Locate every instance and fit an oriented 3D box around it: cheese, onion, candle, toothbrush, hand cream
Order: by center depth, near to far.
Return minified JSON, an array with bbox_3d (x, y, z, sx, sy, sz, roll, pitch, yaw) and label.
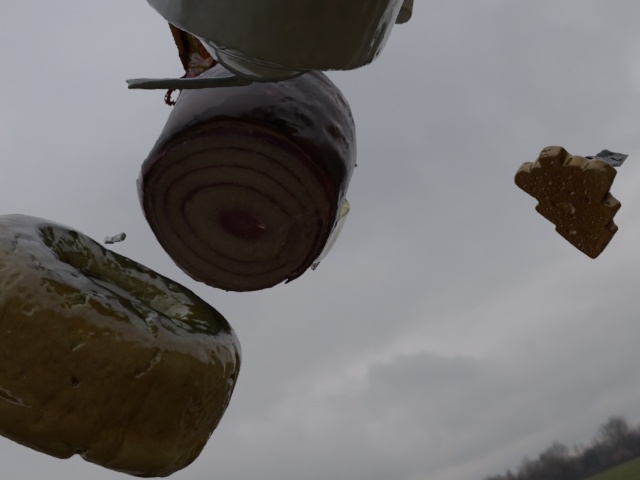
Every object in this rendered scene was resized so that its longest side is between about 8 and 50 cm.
[{"bbox_3d":[-0.018,-0.259,0.506,0.221,0.221,0.343,-6,-44,-30],"label":"candle"},{"bbox_3d":[-0.099,-0.111,0.940,0.281,0.260,0.337,16,-47,-7],"label":"onion"},{"bbox_3d":[0.000,0.000,1.181,0.127,0.050,0.255,-57,-7,-16],"label":"cheese"},{"bbox_3d":[0.537,-0.151,1.281,0.062,0.039,0.163,6,15,39],"label":"hand cream"},{"bbox_3d":[-0.516,-0.003,1.681,0.026,0.024,0.288,12,-8,-24],"label":"toothbrush"}]

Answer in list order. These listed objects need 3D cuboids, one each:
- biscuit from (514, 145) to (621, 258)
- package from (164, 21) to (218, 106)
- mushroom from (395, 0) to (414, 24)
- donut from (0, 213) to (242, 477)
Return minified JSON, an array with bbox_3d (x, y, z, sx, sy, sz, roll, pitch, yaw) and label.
[{"bbox_3d":[0.461,-0.069,1.207,0.041,0.239,0.212,-42,23,-23],"label":"biscuit"},{"bbox_3d":[-0.174,-0.377,1.326,0.288,0.224,0.108,-5,7,-25],"label":"package"},{"bbox_3d":[0.176,-0.629,1.571,0.116,0.225,0.093,13,17,35],"label":"mushroom"},{"bbox_3d":[-0.189,0.084,0.552,0.261,0.208,0.128,29,-84,-24],"label":"donut"}]
